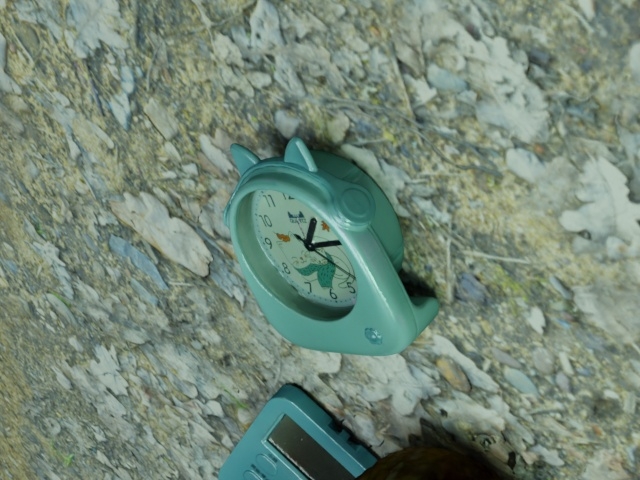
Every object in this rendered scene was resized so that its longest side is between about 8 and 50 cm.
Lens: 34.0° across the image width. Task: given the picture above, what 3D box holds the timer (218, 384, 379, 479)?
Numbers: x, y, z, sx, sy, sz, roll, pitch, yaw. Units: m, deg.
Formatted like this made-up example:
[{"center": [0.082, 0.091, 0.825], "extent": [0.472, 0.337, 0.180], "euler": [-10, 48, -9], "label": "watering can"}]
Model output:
[{"center": [-0.020, 0.349, 1.526], "extent": [0.232, 0.091, 0.250], "euler": [41, 140, 11], "label": "timer"}]

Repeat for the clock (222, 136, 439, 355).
[{"center": [0.000, 0.000, 1.182], "extent": [0.223, 0.094, 0.274], "euler": [1, 121, 45], "label": "clock"}]

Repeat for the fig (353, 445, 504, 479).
[{"center": [0.100, 0.445, 1.265], "extent": [0.286, 0.369, 0.286], "euler": [31, 151, 20], "label": "fig"}]
